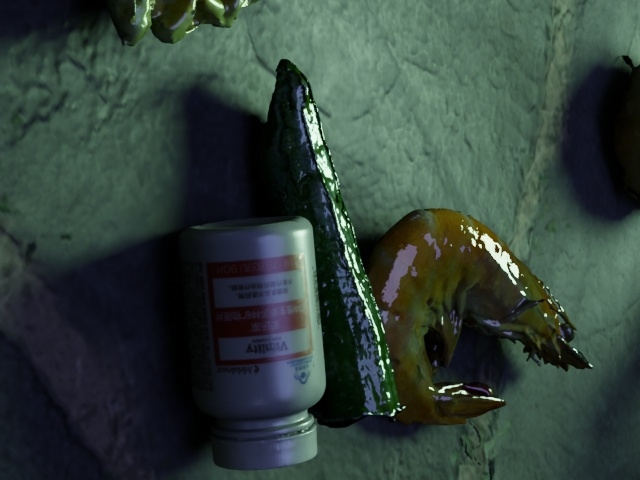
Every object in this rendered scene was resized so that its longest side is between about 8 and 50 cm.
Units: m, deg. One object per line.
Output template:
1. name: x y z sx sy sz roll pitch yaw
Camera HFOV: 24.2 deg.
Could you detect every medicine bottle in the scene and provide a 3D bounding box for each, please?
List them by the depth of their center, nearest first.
1. medicine bottle: -0.038 0.058 0.868 0.079 0.079 0.140 -10 98 -48

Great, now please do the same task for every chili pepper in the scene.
1. chili pepper: 0.000 0.000 0.915 0.059 0.088 0.227 -13 96 -28

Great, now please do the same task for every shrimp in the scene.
1. shrimp: 0.111 0.063 1.052 0.249 0.068 0.150 17 90 -42

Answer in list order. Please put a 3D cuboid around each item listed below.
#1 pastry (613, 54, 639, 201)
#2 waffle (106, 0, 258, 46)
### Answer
1. pastry: 0.305 -0.094 1.248 0.153 0.081 0.153 4 85 -52
2. waffle: -0.079 -0.232 0.841 0.204 0.054 0.223 -34 117 -43
